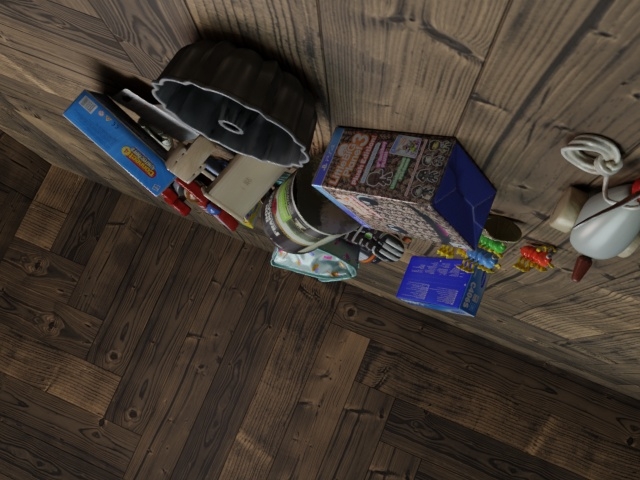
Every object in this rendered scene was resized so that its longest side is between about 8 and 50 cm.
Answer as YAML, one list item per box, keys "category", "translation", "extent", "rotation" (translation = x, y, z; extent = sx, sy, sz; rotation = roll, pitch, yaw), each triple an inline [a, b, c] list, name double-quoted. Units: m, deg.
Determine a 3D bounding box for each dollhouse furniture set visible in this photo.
- category: "dollhouse furniture set"
  translation: [-0.270, -0.244, 1.708]
  extent: [0.286, 0.198, 0.303]
  rotation: [38, -171, -34]

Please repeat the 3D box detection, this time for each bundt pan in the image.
- category: "bundt pan"
  translation: [-0.151, -0.272, 1.204]
  extent: [0.331, 0.124, 0.331]
  rotation: [21, 171, 4]

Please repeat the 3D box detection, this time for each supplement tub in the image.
- category: "supplement tub"
  translation: [0.135, 0.011, 2.124]
  extent: [0.198, 0.106, 0.106]
  rotation: [30, 168, -38]

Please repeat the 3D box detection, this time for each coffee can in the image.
- category: "coffee can"
  translation: [-0.018, -0.085, 1.572]
  extent: [0.201, 0.201, 0.275]
  rotation: [25, 161, -15]

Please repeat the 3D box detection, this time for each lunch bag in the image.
- category: "lunch bag"
  translation: [0.000, 0.000, 1.927]
  extent: [0.262, 0.223, 0.160]
  rotation: [16, 133, -5]

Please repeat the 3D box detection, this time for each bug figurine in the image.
- category: "bug figurine"
  translation: [0.419, 0.025, 1.501]
  extent: [0.279, 0.072, 0.216]
  rotation: [0, -164, -34]

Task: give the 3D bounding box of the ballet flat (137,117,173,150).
- category: "ballet flat"
  translation: [-0.492, -0.323, 1.903]
  extent: [0.052, 0.057, 0.168]
  rotation: [6, 164, 28]

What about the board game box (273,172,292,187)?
- category: "board game box"
  translation: [-0.082, -0.168, 1.882]
  extent: [0.186, 0.026, 0.126]
  rotation: [15, 168, 37]

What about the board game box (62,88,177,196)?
- category: "board game box"
  translation: [-0.523, -0.268, 1.702]
  extent: [0.308, 0.086, 0.302]
  rotation: [43, -179, -14]

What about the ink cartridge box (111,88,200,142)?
- category: "ink cartridge box"
  translation: [-0.428, -0.347, 1.659]
  extent: [0.225, 0.056, 0.181]
  rotation: [34, 166, -28]

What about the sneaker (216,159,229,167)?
- category: "sneaker"
  translation: [-0.280, -0.214, 1.980]
  extent: [0.144, 0.053, 0.059]
  rotation: [23, -175, -20]

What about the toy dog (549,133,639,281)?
- category: "toy dog"
  translation: [0.481, -0.020, 1.017]
  extent: [0.220, 0.161, 0.334]
  rotation: [18, 169, 23]

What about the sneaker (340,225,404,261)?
- category: "sneaker"
  translation: [0.134, -0.037, 1.903]
  extent: [0.281, 0.106, 0.162]
  rotation: [37, -166, 5]

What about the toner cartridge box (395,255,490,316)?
- category: "toner cartridge box"
  translation: [0.402, 0.147, 2.074]
  extent: [0.075, 0.165, 0.348]
  rotation: [26, 170, -25]

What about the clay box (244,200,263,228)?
- category: "clay box"
  translation: [-0.250, -0.132, 2.156]
  extent: [0.053, 0.127, 0.222]
  rotation: [20, 169, 10]

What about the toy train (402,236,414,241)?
- category: "toy train"
  translation: [0.270, -0.024, 1.803]
  extent: [0.125, 0.046, 0.166]
  rotation: [19, 169, 25]

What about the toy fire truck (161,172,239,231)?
- category: "toy fire truck"
  translation: [-0.404, -0.153, 2.077]
  extent: [0.254, 0.169, 0.302]
  rotation: [36, 171, 17]

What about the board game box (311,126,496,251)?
- category: "board game box"
  translation: [0.175, -0.108, 1.290]
  extent: [0.291, 0.141, 0.232]
  rotation: [14, 167, 40]

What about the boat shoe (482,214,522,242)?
- category: "boat shoe"
  translation: [0.403, -0.030, 1.461]
  extent: [0.153, 0.056, 0.048]
  rotation: [18, 178, 35]

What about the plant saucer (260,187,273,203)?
- category: "plant saucer"
  translation: [-0.168, -0.145, 1.946]
  extent: [0.198, 0.036, 0.198]
  rotation: [56, -176, -6]
